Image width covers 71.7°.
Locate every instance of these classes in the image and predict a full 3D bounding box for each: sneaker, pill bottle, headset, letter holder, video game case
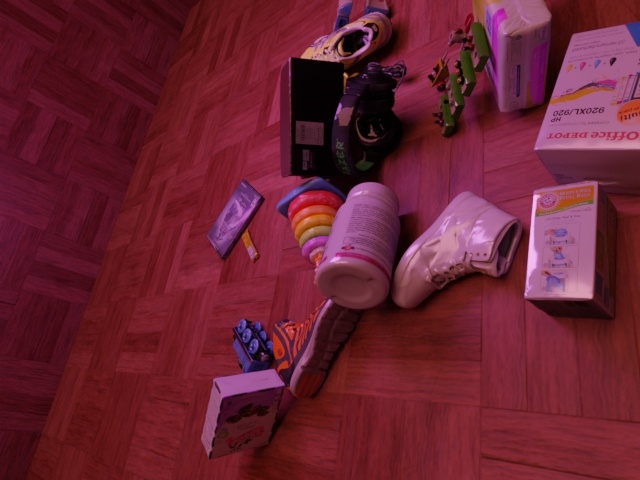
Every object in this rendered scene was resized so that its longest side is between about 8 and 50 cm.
[{"bbox_3d":[-0.030,0.215,1.118,0.180,0.125,0.321,33,94,49],"label":"sneaker"},{"bbox_3d":[0.099,0.003,1.027,0.160,0.160,0.283,-23,34,37],"label":"pill bottle"},{"bbox_3d":[0.044,-0.620,1.453,0.385,0.145,0.147,-24,13,34],"label":"sneaker"},{"bbox_3d":[0.123,-0.354,1.197,0.185,0.243,0.394,19,61,27],"label":"headset"},{"bbox_3d":[0.276,0.047,0.901,0.292,0.108,0.169,-55,37,7],"label":"sneaker"},{"bbox_3d":[-0.041,-0.326,1.254,0.214,0.152,0.301,-166,76,-71],"label":"letter holder"},{"bbox_3d":[-0.330,-0.085,1.691,0.274,0.026,0.196,-55,40,6],"label":"video game case"}]

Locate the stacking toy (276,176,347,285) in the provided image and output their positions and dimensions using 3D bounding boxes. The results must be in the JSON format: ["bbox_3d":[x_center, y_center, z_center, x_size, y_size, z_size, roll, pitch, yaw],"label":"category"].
[{"bbox_3d":[0.000,0.000,1.169,0.175,0.166,0.302,-32,45,25],"label":"stacking toy"}]

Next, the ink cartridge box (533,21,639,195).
[{"bbox_3d":[0.507,-0.216,0.755,0.171,0.168,0.232,14,80,49],"label":"ink cartridge box"}]

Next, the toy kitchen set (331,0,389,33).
[{"bbox_3d":[0.128,-0.717,1.534,0.207,0.166,0.122,111,163,-60],"label":"toy kitchen set"}]

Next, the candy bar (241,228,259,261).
[{"bbox_3d":[-0.248,0.016,1.548,0.040,0.018,0.161,-52,41,17],"label":"candy bar"}]

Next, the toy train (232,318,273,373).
[{"bbox_3d":[-0.205,0.308,1.291,0.184,0.080,0.105,41,106,50],"label":"toy train"}]

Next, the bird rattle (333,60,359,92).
[{"bbox_3d":[0.051,-0.431,1.442,0.207,0.143,0.253,25,101,62],"label":"bird rattle"}]

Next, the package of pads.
[{"bbox_3d":[0.405,-0.453,0.956,0.101,0.229,0.296,-12,59,16],"label":"package of pads"}]

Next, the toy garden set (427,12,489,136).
[{"bbox_3d":[0.311,-0.405,1.050,0.244,0.049,0.203,100,172,-61],"label":"toy garden set"}]

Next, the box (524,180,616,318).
[{"bbox_3d":[0.426,0.018,0.749,0.103,0.114,0.203,-6,64,47],"label":"box"}]

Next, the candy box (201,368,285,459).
[{"bbox_3d":[-0.192,0.427,1.095,0.070,0.165,0.196,40,122,49],"label":"candy box"}]
